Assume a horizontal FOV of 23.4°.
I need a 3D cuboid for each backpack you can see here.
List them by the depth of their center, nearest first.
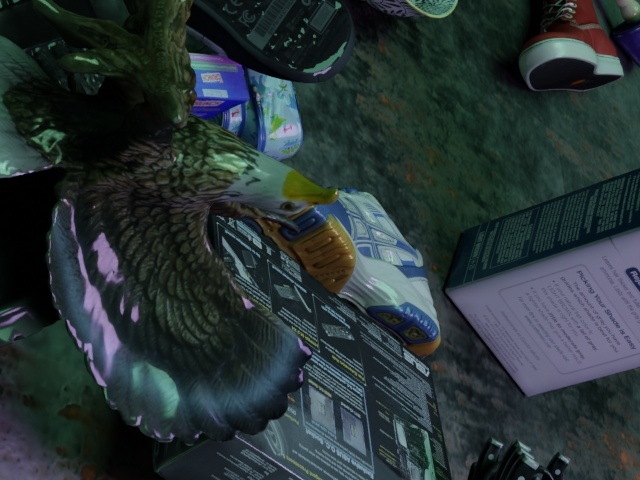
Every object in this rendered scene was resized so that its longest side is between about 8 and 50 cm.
[{"bbox_3d":[-0.073,-0.116,1.324,0.084,0.105,0.114,-18,91,-33],"label":"backpack"}]

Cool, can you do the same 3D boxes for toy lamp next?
[{"bbox_3d":[0.397,-0.360,2.096,0.275,0.080,0.080,58,37,-14],"label":"toy lamp"}]

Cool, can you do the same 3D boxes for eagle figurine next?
[{"bbox_3d":[-0.095,-0.031,0.997,0.226,0.298,0.225,-38,63,-25],"label":"eagle figurine"}]

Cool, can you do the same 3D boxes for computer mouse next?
[{"bbox_3d":[-0.078,-0.238,1.244,0.262,0.060,0.184,30,63,-8],"label":"computer mouse"}]

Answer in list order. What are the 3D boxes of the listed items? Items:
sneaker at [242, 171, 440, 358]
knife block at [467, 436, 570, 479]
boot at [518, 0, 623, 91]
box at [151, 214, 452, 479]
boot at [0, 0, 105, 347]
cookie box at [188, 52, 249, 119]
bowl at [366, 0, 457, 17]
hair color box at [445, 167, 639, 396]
[{"bbox_3d":[0.000,0.000,1.378,0.296,0.112,0.131,45,32,-43],"label":"sneaker"},{"bbox_3d":[0.150,0.313,1.295,0.088,0.242,0.276,14,55,-5],"label":"knife block"},{"bbox_3d":[0.289,-0.279,1.906,0.244,0.088,0.176,-6,78,-63],"label":"boot"},{"bbox_3d":[-0.008,0.140,1.251,0.307,0.076,0.242,39,30,-37],"label":"box"},{"bbox_3d":[-0.240,-0.085,1.048,0.260,0.131,0.348,66,24,-18],"label":"boot"},{"bbox_3d":[-0.127,-0.114,1.241,0.092,0.107,0.040,-3,76,-54],"label":"cookie box"},{"bbox_3d":[0.067,-0.299,1.617,0.170,0.080,0.170,27,54,-44],"label":"bowl"},{"bbox_3d":[0.321,0.030,1.566,0.174,0.347,0.105,51,39,-26],"label":"hair color box"}]
